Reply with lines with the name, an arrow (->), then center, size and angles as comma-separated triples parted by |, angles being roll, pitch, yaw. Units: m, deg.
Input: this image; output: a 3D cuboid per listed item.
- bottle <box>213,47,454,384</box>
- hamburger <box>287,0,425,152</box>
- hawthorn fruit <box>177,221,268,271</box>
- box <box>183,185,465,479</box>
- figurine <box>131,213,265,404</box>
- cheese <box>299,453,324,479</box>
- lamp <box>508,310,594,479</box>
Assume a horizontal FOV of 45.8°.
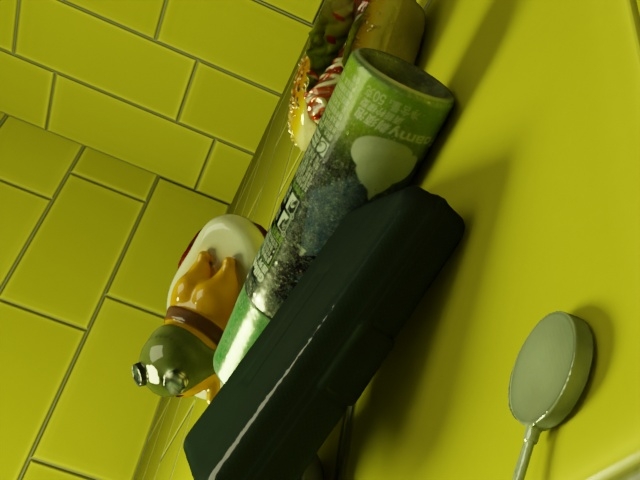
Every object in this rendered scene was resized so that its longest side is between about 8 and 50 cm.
bottle -> 0.000, 0.000, 0.666 | 0.093, 0.093, 0.330 | -87, 21, -61
hamburger -> 0.035, -0.190, 0.819 | 0.173, 0.116, 0.210 | 135, 155, -72
hawthorn fruit -> -0.127, 0.076, 1.093 | 0.162, 0.162, 0.203 | -81, -2, -52
box -> -0.005, 0.070, 0.511 | 0.230, 0.050, 0.160 | -54, 9, -12
figurine -> -0.158, 0.094, 0.924 | 0.141, 0.166, 0.250 | -9, -73, -60
cheese -> -0.044, 0.231, 0.526 | 0.135, 0.052, 0.245 | 123, 165, -52
lamp -> 0.052, 0.113, 0.287 | 0.050, 0.056, 0.198 | 136, 158, -73
